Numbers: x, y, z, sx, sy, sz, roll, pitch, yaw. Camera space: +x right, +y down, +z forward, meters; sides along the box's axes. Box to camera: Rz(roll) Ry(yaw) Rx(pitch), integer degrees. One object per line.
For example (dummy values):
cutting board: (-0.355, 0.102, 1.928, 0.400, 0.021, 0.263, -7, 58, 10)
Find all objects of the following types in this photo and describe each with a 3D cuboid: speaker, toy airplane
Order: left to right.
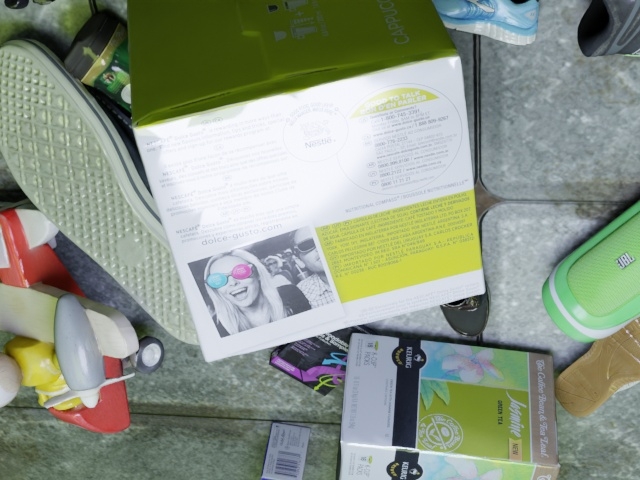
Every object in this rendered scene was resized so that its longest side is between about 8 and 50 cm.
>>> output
toy airplane: (-0.438, 0.127, 1.749, 0.384, 0.272, 0.386, 38, 149, 8)
speaker: (0.441, 0.020, 1.585, 0.131, 0.131, 0.296, 33, 129, -17)

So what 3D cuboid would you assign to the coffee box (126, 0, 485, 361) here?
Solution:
coffee box: (-0.020, -0.123, 1.356, 0.338, 0.338, 0.334, -13, 128, -1)

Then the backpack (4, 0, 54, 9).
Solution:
backpack: (-0.288, -0.431, 1.270, 0.213, 0.276, 0.263, 32, 127, 1)

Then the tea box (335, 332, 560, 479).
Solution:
tea box: (0.187, 0.345, 1.839, 0.323, 0.220, 0.329, 5, 135, 2)

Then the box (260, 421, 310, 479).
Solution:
box: (-0.066, 0.409, 2.023, 0.072, 0.126, 0.137, 10, 131, 1)

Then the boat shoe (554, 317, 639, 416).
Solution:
boat shoe: (0.459, 0.164, 1.734, 0.098, 0.096, 0.277, 55, 137, 11)

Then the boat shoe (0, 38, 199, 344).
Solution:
boat shoe: (-0.273, -0.076, 1.632, 0.186, 0.156, 0.500, -30, 108, 34)

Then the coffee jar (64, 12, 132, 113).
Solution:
coffee jar: (-0.243, -0.216, 1.535, 0.184, 0.096, 0.079, 35, 125, -18)

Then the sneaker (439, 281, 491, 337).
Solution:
sneaker: (0.198, 0.084, 1.693, 0.083, 0.118, 0.222, -5, 129, 15)

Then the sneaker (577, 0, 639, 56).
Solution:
sneaker: (0.297, -0.381, 1.227, 0.202, 0.185, 0.483, -13, 126, 17)

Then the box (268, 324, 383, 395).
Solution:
box: (0.008, 0.176, 1.871, 0.116, 0.029, 0.162, 31, 128, -16)

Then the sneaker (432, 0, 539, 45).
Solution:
sneaker: (0.190, -0.292, 1.420, 0.162, 0.063, 0.073, 12, 114, -5)
